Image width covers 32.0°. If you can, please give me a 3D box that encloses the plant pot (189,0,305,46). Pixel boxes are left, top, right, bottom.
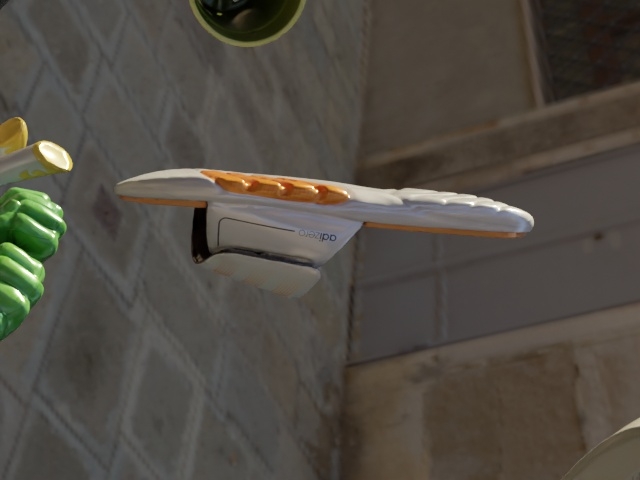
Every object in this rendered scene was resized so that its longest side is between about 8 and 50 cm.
[{"bbox_3d":[-0.059,-0.183,0.783,0.079,0.083,0.083,-133,-161,-67],"label":"plant pot"}]

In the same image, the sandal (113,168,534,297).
[{"bbox_3d":[0.002,0.001,0.698,0.102,0.265,0.076,-125,-139,-83],"label":"sandal"}]

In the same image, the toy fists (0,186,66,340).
[{"bbox_3d":[-0.397,0.034,1.375,0.096,0.142,0.279,48,23,-25],"label":"toy fists"}]

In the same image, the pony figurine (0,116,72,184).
[{"bbox_3d":[-0.532,-0.074,1.312,0.351,0.363,0.302,28,36,-42],"label":"pony figurine"}]

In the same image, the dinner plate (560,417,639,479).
[{"bbox_3d":[0.112,0.117,0.451,0.017,0.141,0.141,39,23,-4],"label":"dinner plate"}]

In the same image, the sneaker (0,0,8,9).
[{"bbox_3d":[-0.200,-0.362,0.900,0.185,0.483,0.202,55,16,14],"label":"sneaker"}]
